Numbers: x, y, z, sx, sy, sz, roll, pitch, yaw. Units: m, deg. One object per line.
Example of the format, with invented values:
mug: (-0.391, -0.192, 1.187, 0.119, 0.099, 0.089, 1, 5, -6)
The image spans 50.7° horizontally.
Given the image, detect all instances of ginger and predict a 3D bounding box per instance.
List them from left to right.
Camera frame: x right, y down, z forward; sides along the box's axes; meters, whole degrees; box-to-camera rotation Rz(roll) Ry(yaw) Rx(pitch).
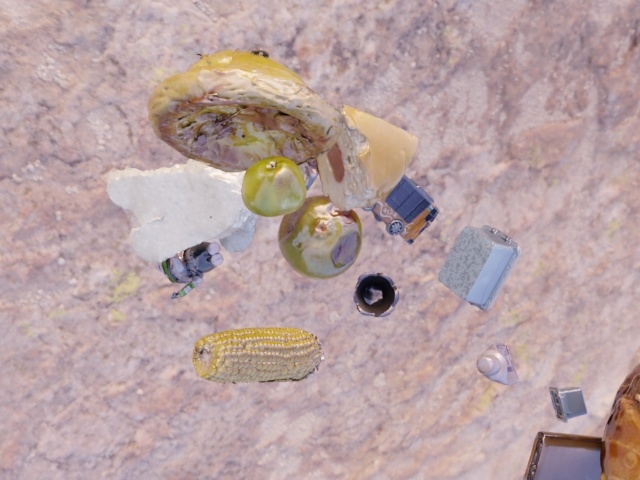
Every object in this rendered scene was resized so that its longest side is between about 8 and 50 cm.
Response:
ginger: (0.582, 0.287, 1.152, 0.357, 0.153, 0.274, -15, 117, -59)

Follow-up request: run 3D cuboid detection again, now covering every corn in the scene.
corn: (-0.109, 0.217, 1.297, 0.318, 0.115, 0.115, 12, 106, -52)

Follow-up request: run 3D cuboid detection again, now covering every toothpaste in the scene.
toothpaste: (0.442, 0.305, 1.670, 0.282, 0.069, 0.099, 18, 82, -61)

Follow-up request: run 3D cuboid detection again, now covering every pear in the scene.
pear: (-0.062, -0.076, 0.919, 0.092, 0.092, 0.097, -26, 171, -31)

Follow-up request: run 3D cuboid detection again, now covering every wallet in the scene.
wallet: (0.469, 0.408, 1.239, 0.198, 0.031, 0.110, 10, 97, -22)

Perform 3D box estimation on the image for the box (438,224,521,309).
box: (0.454, 0.073, 1.946, 0.130, 0.162, 0.226, 12, 110, -39)

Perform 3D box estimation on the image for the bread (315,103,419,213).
bread: (0.058, -0.171, 1.469, 0.224, 0.184, 0.211, 21, 88, -43)

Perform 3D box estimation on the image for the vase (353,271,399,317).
vase: (0.134, 0.139, 1.703, 0.115, 0.115, 0.237, -54, 175, -3)

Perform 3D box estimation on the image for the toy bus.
toy bus: (0.208, -0.128, 1.985, 0.167, 0.138, 0.275, -45, 121, 6)

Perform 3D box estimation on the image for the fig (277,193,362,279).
fig: (0.000, 0.000, 1.882, 0.239, 0.239, 0.271, -47, 167, -12)

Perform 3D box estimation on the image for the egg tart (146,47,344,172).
egg tart: (-0.106, -0.195, 1.002, 0.290, 0.290, 0.115, 21, 66, -50)

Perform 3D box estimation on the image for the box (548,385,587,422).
box: (0.526, 0.342, 1.432, 0.054, 0.074, 0.099, -15, 167, 6)

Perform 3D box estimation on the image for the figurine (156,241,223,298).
figurine: (-0.324, 0.050, 1.629, 0.126, 0.192, 0.147, -36, 110, -53)

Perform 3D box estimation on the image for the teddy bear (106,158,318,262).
teddy bear: (-0.216, -0.137, 1.543, 0.362, 0.376, 0.327, -58, 134, -60)
